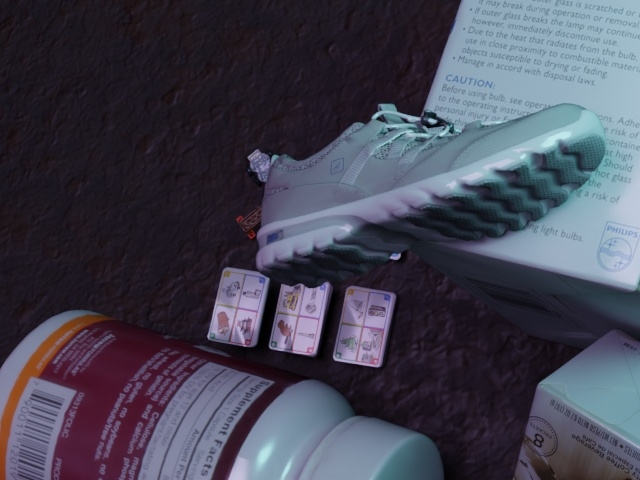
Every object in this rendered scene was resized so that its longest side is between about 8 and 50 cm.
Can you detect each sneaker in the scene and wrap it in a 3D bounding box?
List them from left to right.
[{"bbox_3d":[0.068,-0.058,1.203,0.281,0.105,0.115,-17,67,24],"label":"sneaker"}]

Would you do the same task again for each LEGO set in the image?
[{"bbox_3d":[0.000,0.000,1.668,0.183,0.060,0.244,8,78,14],"label":"LEGO set"}]

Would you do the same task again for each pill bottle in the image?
[{"bbox_3d":[-0.101,0.214,1.527,0.392,0.224,0.224,15,80,28],"label":"pill bottle"}]

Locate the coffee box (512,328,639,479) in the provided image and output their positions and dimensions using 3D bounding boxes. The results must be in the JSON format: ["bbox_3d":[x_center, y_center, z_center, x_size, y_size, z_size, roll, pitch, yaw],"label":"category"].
[{"bbox_3d":[0.240,0.246,1.326,0.168,0.119,0.297,31,130,30],"label":"coffee box"}]

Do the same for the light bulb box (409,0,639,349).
[{"bbox_3d":[0.268,-0.102,1.382,0.225,0.358,0.361,15,80,30],"label":"light bulb box"}]
